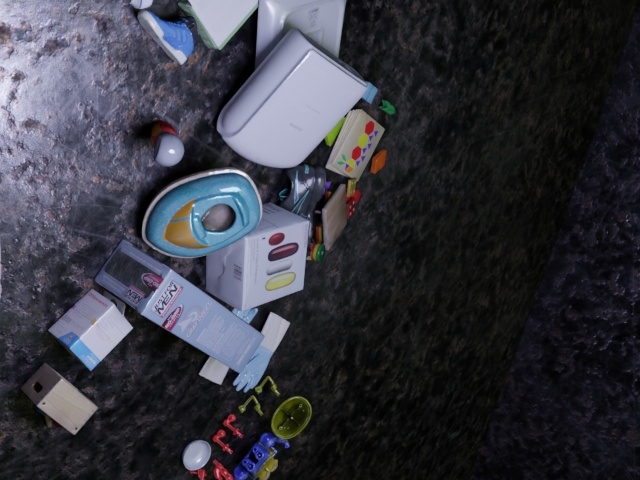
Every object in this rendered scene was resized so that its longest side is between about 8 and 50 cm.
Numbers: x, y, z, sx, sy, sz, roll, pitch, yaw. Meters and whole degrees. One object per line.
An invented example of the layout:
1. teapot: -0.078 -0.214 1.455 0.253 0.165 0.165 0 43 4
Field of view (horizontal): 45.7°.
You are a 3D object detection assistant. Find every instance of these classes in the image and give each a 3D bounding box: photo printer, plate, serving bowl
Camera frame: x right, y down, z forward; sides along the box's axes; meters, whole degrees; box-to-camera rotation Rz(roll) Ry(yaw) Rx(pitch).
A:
1. photo printer: -0.072 -0.301 1.726 0.307 0.107 0.256 -45 147 17
2. plate: -0.035 -0.461 1.761 0.277 0.045 0.278 -29 141 -37
3. serving bowl: -0.333 0.566 2.018 0.083 0.027 0.083 -13 111 -37

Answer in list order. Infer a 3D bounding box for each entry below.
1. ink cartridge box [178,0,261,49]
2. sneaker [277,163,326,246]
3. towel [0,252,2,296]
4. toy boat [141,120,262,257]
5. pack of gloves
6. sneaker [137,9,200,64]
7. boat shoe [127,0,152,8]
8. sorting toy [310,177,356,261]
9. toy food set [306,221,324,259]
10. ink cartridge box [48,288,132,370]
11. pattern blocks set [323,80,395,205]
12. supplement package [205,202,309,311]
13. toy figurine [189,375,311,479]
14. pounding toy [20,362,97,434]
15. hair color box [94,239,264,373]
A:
1. ink cartridge box: -0.221 -0.532 1.539 0.171 0.056 0.235 -53 140 -16
2. sneaker: -0.067 -0.078 1.956 0.106 0.101 0.267 5 115 -20
3. towel: -0.693 -0.015 1.273 0.317 0.053 0.332 -15 121 -45
4. toy boat: -0.275 -0.098 1.602 0.267 0.148 0.318 -25 122 -4
5. pack of gloves: -0.208 0.280 2.020 0.195 0.046 0.232 36 78 -40
6. sneaker: -0.294 -0.426 1.507 0.084 0.058 0.152 -53 145 -7
7. boat shoe: -0.379 -0.528 1.342 0.084 0.095 0.258 -35 123 -27
8. sorting toy: 0.027 -0.071 2.026 0.274 0.046 0.132 -54 150 -46
9. toy food set: 0.000 0.000 2.112 0.078 0.019 0.122 3 107 -50
10. ink cartridge box: -0.475 0.180 1.598 0.143 0.092 0.090 -46 139 -22
11. pattern blocks set: 0.094 -0.256 2.074 0.325 0.026 0.285 -57 142 -7
12. supplement package: -0.155 0.036 1.847 0.203 0.149 0.194 -18 122 -42
13. toy figurine: -0.185 0.578 2.156 0.362 0.191 0.217 -52 169 -13
14. pounding toy: -0.552 0.340 1.581 0.100 0.141 0.130 -50 125 -19
15. hair color box: -0.306 0.155 1.705 0.113 0.185 0.374 -57 141 -10
